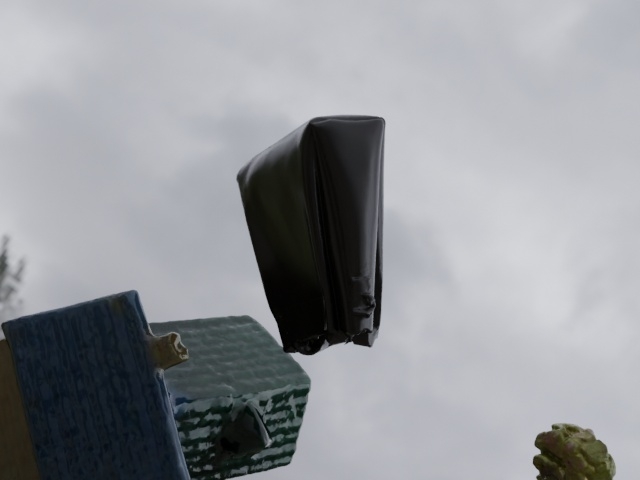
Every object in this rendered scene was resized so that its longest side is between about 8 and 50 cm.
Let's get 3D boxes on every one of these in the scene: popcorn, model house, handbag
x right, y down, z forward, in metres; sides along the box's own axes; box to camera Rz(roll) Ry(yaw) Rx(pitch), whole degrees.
[{"bbox_3d":[0.307,0.268,2.066,0.109,0.089,0.097,60,-12,2],"label":"popcorn"},{"bbox_3d":[-0.214,0.245,2.125,0.342,0.382,0.335,-22,-100,40],"label":"model house"},{"bbox_3d":[0.001,0.000,1.938,0.113,0.257,0.285,-3,-7,-20],"label":"handbag"}]
